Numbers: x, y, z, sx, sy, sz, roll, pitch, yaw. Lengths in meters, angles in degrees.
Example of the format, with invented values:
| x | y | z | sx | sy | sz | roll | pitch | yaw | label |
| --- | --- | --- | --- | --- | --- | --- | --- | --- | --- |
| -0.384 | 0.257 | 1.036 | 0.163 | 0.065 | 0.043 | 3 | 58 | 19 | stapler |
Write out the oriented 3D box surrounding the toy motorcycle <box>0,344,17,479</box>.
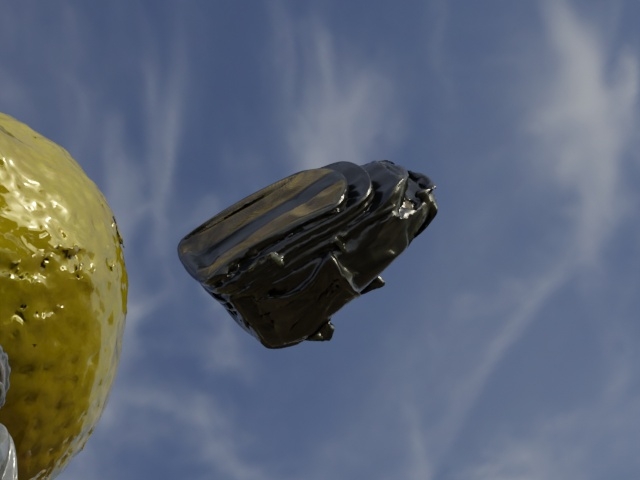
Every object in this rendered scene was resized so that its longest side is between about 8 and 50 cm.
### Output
| x | y | z | sx | sy | sz | roll | pitch | yaw | label |
| --- | --- | --- | --- | --- | --- | --- | --- | --- | --- |
| -0.264 | 0.162 | 1.257 | 0.215 | 0.080 | 0.122 | -54 | -33 | -37 | toy motorcycle |

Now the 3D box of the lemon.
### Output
| x | y | z | sx | sy | sz | roll | pitch | yaw | label |
| --- | --- | --- | --- | --- | --- | --- | --- | --- | --- |
| -0.327 | 0.066 | 1.536 | 0.350 | 0.350 | 0.387 | 1 | -56 | -34 | lemon |

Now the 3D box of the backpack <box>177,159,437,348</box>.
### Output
| x | y | z | sx | sy | sz | roll | pitch | yaw | label |
| --- | --- | --- | --- | --- | --- | --- | --- | --- | --- |
| 0.000 | 0.000 | 1.977 | 0.258 | 0.206 | 0.133 | -34 | -63 | -5 | backpack |
